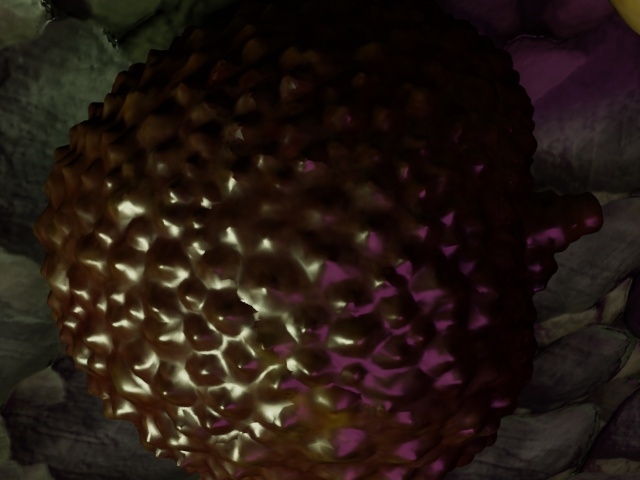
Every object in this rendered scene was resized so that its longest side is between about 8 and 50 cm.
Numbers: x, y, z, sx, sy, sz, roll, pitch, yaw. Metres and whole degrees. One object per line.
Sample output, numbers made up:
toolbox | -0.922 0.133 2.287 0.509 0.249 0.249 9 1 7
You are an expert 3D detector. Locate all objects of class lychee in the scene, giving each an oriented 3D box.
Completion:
lychee | 0.000 0.000 0.934 0.304 0.276 0.276 -5 142 2

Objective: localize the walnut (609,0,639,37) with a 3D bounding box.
walnut | 0.300 -0.203 0.825 0.383 0.384 0.384 -17 142 -13
